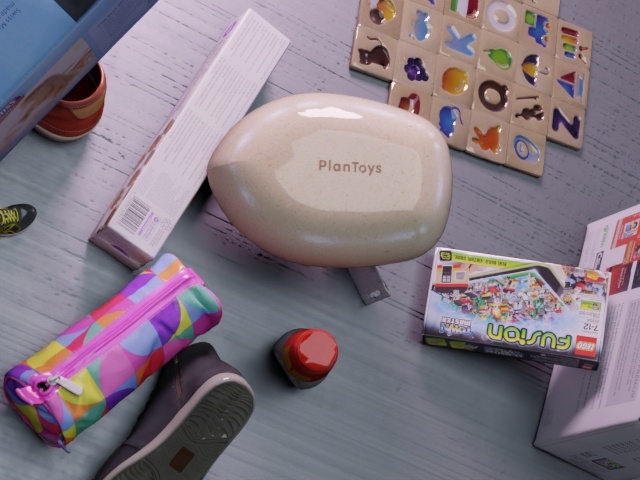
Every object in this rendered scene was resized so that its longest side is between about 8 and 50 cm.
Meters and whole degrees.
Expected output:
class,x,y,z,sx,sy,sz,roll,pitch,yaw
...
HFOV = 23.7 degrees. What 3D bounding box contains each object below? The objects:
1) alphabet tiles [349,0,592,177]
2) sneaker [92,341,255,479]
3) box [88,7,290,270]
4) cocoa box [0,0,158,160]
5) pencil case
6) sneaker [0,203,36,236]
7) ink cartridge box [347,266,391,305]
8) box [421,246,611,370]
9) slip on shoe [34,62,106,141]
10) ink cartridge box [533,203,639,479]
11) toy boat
class,x,y,z,sx,sy,sz,roll,pitch,yaw
alphabet tiles,0.197,-0.241,1.918,0.342,0.011,0.285,17,69,-23
sneaker,-0.165,0.208,1.569,0.222,0.118,0.083,-44,117,-2
box,-0.140,-0.113,1.671,0.067,0.063,0.324,37,62,-16
cocoa box,-0.338,-0.209,1.410,0.228,0.231,0.347,44,87,-1
pencil case,-0.210,0.111,1.542,0.236,0.104,0.104,-40,96,-29
sneaker,-0.327,-0.019,1.562,0.083,0.035,0.031,-20,87,-31
ink cartridge box,0.051,0.013,1.738,0.029,0.063,0.115,-25,89,-30
box,0.228,0.079,1.771,0.207,0.036,0.114,8,68,7
slip on shoe,-0.345,-0.243,1.579,0.331,0.101,0.123,46,62,-8
ink cartridge box,0.408,0.106,1.780,0.130,0.272,0.309,27,66,-19
toy boat,0.000,0.000,1.644,0.267,0.148,0.318,9,80,-7
